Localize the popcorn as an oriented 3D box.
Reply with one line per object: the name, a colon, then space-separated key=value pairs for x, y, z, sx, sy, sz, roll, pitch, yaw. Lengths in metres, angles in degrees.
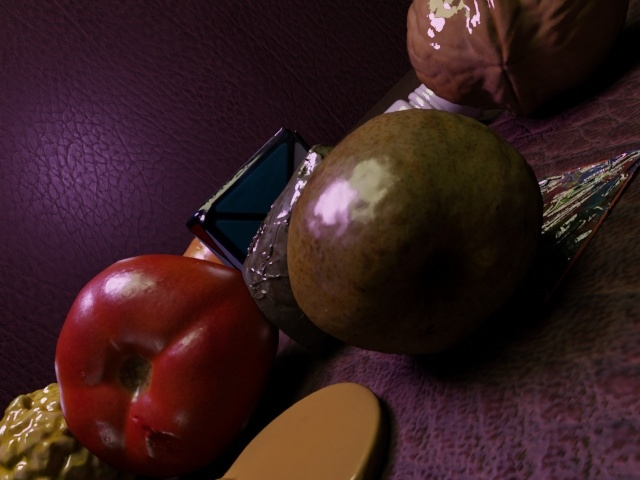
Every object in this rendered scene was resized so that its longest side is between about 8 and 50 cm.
popcorn: x=-0.359 y=0.323 z=0.761 sx=0.212 sy=0.259 sz=0.259 roll=-34 pitch=7 yaw=-20

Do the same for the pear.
pear: x=0.071 y=-0.004 z=0.441 sx=0.228 sy=0.188 sz=0.211 roll=-51 pitch=9 yaw=10

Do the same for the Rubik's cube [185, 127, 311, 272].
Rubik's cube: x=-0.092 y=-0.039 z=1.028 sx=0.246 sy=0.248 sz=0.250 roll=-48 pitch=13 yaw=-15

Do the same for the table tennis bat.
table tennis bat: x=-0.071 y=0.231 z=0.471 sx=0.321 sy=0.050 sz=0.198 roll=-35 pitch=13 yaw=26

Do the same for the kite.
kite: x=0.217 y=-0.025 z=0.475 sx=0.189 sy=0.009 sz=0.232 roll=-39 pitch=12 yaw=25

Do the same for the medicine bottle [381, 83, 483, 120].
medicine bottle: x=0.168 y=-0.189 z=0.933 sx=0.237 sy=0.139 sz=0.139 roll=-42 pitch=11 yaw=9

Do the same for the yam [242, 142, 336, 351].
yam: x=0.000 y=0.000 z=0.633 sx=0.254 sy=0.154 sz=0.154 roll=-61 pitch=4 yaw=23

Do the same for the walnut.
walnut: x=0.262 y=-0.310 z=0.717 sx=0.313 sy=0.277 sz=0.252 roll=-66 pitch=-14 yaw=-47

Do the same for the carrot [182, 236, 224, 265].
carrot: x=-0.194 y=0.022 z=1.258 sx=0.340 sy=0.224 sz=0.224 roll=-57 pitch=15 yaw=-23

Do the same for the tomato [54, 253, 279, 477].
tomato: x=-0.192 y=0.150 z=0.684 sx=0.299 sy=0.298 sz=0.226 roll=-41 pitch=-13 yaw=16
